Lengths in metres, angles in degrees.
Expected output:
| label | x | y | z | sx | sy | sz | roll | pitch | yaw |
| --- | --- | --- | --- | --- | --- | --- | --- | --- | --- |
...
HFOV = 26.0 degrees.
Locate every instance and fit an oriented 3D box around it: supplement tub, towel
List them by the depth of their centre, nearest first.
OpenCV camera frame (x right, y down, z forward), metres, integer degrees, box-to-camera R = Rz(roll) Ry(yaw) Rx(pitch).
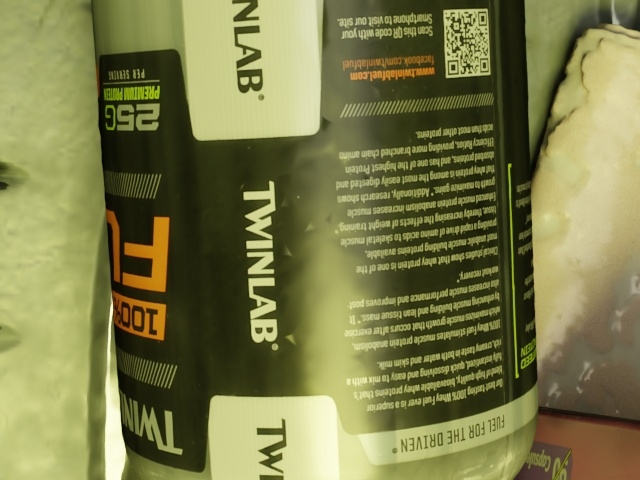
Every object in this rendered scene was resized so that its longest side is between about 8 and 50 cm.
| label | x | y | z | sx | sy | sz | roll | pitch | yaw |
| --- | --- | --- | --- | --- | --- | --- | --- | --- | --- |
| supplement tub | 0.000 | 0.000 | 0.629 | 0.194 | 0.193 | 0.316 | -5 | 97 | -14 |
| towel | 0.236 | 0.085 | 0.771 | 0.317 | 0.053 | 0.332 | 17 | 91 | -15 |

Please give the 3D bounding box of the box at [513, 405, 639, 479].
| label | x | y | z | sx | sy | sz | roll | pitch | yaw |
| --- | --- | --- | --- | --- | --- | --- | --- | --- | --- |
| box | 0.154 | 0.203 | 0.609 | 0.117 | 0.213 | 0.243 | 9 | 85 | -14 |
